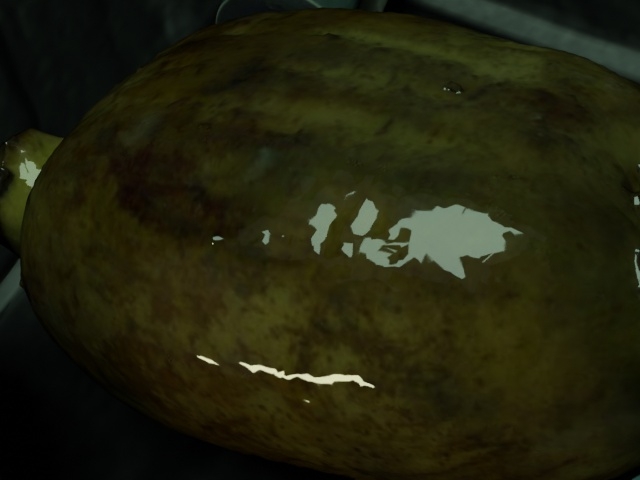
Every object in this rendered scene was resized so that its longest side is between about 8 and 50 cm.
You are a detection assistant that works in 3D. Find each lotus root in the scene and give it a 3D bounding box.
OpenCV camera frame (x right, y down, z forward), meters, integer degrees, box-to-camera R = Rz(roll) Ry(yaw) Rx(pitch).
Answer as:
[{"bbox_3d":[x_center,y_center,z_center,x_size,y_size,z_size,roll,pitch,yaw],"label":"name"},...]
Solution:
[{"bbox_3d":[0.000,0.000,0.537,0.260,0.128,0.145,8,26,34],"label":"lotus root"}]

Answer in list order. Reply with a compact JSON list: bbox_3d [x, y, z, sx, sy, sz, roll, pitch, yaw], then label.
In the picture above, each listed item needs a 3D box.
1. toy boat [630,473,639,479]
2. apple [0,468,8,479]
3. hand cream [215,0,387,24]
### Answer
[{"bbox_3d":[0.069,0.144,0.437,0.109,0.098,0.238,35,58,-6],"label":"toy boat"},{"bbox_3d":[-0.167,0.054,0.545,0.162,0.201,0.201,3,54,-3],"label":"apple"},{"bbox_3d":[0.021,-0.156,0.698,0.075,0.052,0.248,6,58,27],"label":"hand cream"}]
